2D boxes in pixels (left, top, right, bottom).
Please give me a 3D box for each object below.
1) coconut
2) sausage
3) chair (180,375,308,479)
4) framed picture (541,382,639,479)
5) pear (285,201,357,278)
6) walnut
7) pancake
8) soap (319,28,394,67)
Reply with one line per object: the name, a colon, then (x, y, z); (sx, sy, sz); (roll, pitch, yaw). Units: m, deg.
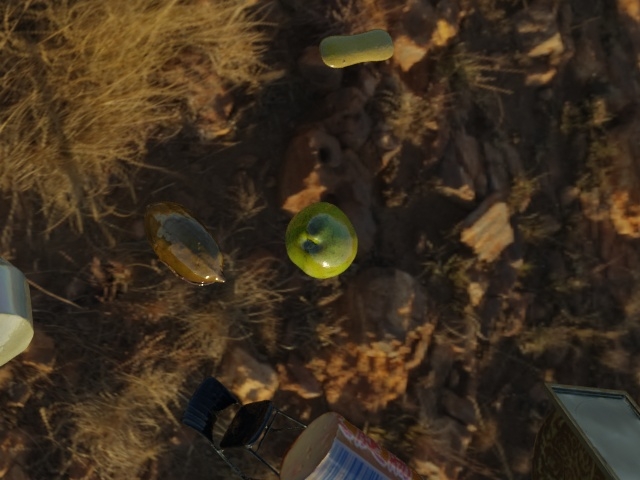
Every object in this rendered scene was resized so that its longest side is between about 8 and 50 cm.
coconut: (-0.652, 0.143, 1.605); (0.241, 0.241, 0.241); (1, 87, -33)
sausage: (0.102, 0.300, 0.892); (0.312, 0.093, 0.093); (39, 68, -16)
chair: (-0.162, 0.390, 1.800); (0.221, 0.145, 0.140); (45, 53, -21)
framed picture: (0.357, 0.239, 0.986); (0.136, 0.201, 0.010); (10, 119, -25)
pear: (0.000, 0.000, 2.090); (0.187, 0.220, 0.187); (0, 84, 4)
walnut: (-0.307, 0.009, 1.939); (0.137, 0.137, 0.245); (-39, 88, -27)
pancake: (0.374, 0.350, 1.237); (0.031, 0.250, 0.250); (1, 88, -14)
soap: (0.037, -0.194, 0.863); (0.089, 0.012, 0.034); (-15, 88, -29)
